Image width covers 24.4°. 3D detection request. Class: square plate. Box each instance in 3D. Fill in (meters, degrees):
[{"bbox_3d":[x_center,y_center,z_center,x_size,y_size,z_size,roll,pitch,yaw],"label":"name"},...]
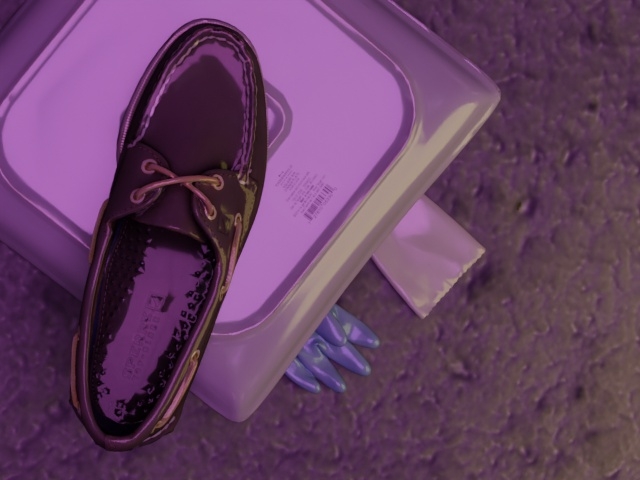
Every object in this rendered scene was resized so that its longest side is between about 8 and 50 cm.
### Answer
[{"bbox_3d":[-0.087,-0.091,1.146,0.344,0.049,0.347,39,87,-6],"label":"square plate"}]

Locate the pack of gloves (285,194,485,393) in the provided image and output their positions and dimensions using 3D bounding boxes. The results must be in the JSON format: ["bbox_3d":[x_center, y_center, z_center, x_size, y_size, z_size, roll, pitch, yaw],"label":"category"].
[{"bbox_3d":[0.000,0.000,1.200,0.195,0.046,0.232,-46,103,-6],"label":"pack of gloves"}]

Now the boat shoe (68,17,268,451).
[{"bbox_3d":[-0.108,-0.005,1.072,0.116,0.097,0.324,17,90,-7],"label":"boat shoe"}]
